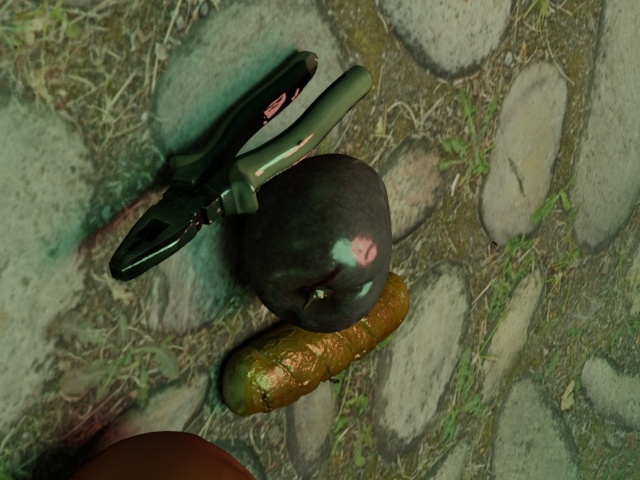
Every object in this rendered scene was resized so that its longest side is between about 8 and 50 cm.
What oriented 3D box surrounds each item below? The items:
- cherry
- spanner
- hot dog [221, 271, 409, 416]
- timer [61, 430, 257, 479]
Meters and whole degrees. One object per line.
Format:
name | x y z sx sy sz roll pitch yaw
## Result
cherry | 0.000 -0.004 1.422 0.176 0.140 0.176 2 90 -76
spanner | -0.073 -0.067 1.310 0.325 0.095 0.040 -46 141 -34
hot dog | 0.004 0.103 1.563 0.286 0.061 0.088 -34 123 -45
timer | -0.140 0.286 1.286 0.215 0.229 0.229 -43 141 -22
